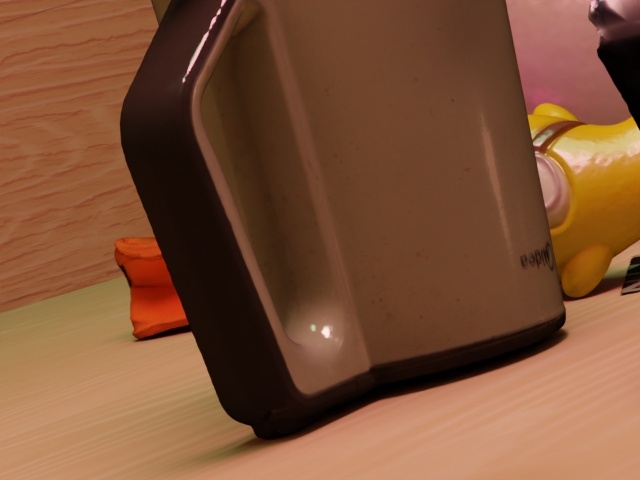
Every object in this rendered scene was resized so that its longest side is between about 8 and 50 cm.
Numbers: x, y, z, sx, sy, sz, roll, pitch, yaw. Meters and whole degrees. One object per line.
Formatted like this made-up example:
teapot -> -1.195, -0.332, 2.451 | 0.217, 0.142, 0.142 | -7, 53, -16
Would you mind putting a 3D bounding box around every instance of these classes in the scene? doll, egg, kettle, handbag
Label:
doll -> 0.222, -0.047, 1.488 | 0.363, 0.199, 0.145 | -29, -39, 15
egg -> 0.245, -0.204, 1.895 | 0.340, 0.354, 0.354 | 5, 6, 7
kettle -> -0.001, -0.084, 1.226 | 0.250, 0.376, 0.361 | -12, 4, 30
handbag -> 0.000, 0.000, 2.034 | 0.410, 0.116, 0.303 | -12, 4, 24

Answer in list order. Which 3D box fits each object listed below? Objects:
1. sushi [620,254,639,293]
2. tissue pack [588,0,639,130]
sushi -> 0.385, -0.027, 1.476 | 0.290, 0.050, 0.264 | -13, 4, 13
tissue pack -> 0.387, -0.135, 1.007 | 0.417, 0.264, 0.253 | -17, 34, 28
